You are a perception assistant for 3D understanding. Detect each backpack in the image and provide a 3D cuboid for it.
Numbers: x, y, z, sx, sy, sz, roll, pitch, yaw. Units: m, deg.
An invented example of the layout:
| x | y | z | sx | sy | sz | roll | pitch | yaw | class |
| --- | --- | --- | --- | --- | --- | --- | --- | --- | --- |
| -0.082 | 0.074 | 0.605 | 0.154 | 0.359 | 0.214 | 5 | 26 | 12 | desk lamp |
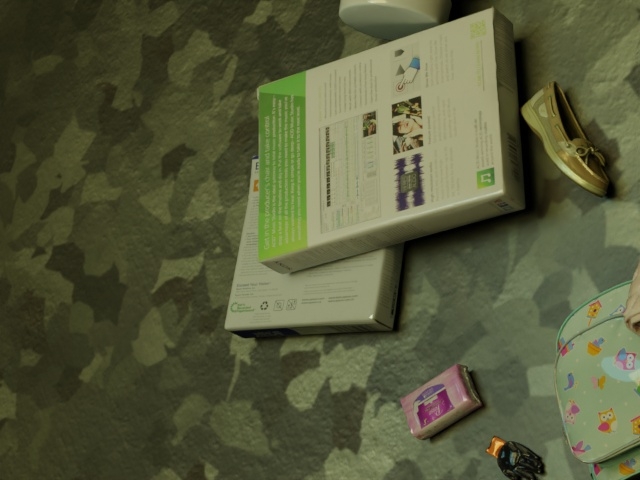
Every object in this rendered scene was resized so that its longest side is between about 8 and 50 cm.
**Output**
| x | y | z | sx | sy | sz | roll | pitch | yaw | class |
| --- | --- | --- | --- | --- | --- | --- | --- | --- | --- |
| 0.308 | 0.133 | 1.689 | 0.166 | 0.144 | 0.188 | -33 | 52 | 32 | backpack |

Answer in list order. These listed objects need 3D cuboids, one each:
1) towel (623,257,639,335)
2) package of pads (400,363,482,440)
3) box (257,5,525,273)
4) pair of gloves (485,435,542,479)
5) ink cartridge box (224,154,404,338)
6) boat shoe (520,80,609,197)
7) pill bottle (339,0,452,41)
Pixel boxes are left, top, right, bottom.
| x | y | z | sx | sy | sz | roll | pitch | yaw | class |
| --- | --- | --- | --- | --- | --- | --- | --- | --- | --- |
| 0.457 | -0.056 | 1.611 | 0.317 | 0.053 | 0.332 | -9 | 40 | 36 | towel |
| 0.130 | 0.174 | 1.887 | 0.083 | 0.032 | 0.050 | -35 | 54 | 24 | package of pads |
| 0.072 | -0.108 | 1.970 | 0.322 | 0.058 | 0.232 | -15 | 62 | 29 | box |
| 0.192 | 0.250 | 1.824 | 0.074 | 0.010 | 0.083 | 23 | 86 | 43 | pair of gloves |
| 0.000 | 0.000 | 2.045 | 0.223 | 0.045 | 0.224 | -5 | 68 | 37 | ink cartridge box |
| 0.267 | -0.108 | 1.866 | 0.048 | 0.056 | 0.153 | -48 | 43 | 21 | boat shoe |
| 0.108 | -0.388 | 2.018 | 0.169 | 0.169 | 0.301 | 2 | 75 | 39 | pill bottle |
